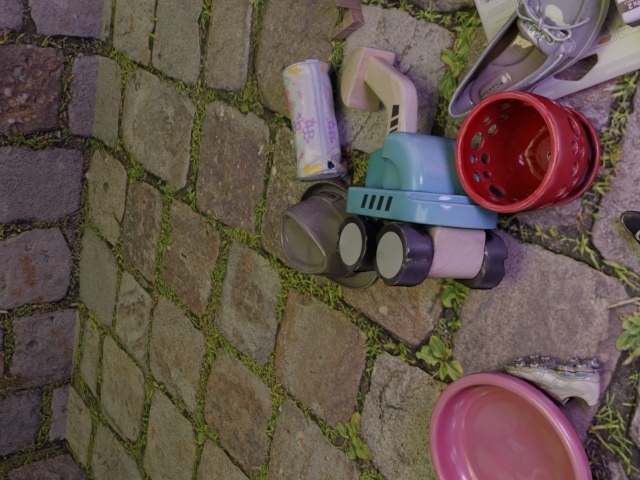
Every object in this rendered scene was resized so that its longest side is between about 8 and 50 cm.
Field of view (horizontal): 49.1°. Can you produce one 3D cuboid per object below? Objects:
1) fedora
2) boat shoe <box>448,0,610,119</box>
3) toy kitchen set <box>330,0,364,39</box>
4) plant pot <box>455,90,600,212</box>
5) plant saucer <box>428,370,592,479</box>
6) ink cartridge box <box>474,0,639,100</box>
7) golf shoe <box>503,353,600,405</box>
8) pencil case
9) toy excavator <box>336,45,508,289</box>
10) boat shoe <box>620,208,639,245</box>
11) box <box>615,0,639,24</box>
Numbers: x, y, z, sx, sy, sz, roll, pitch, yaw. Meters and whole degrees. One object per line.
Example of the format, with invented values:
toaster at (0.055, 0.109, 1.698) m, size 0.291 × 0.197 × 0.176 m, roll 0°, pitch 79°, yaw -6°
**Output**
fedora at (0.000, 0.000, 1.568) m, size 0.275 × 0.124 × 0.244 m, roll 42°, pitch 135°, yaw 36°
boat shoe at (0.322, -0.300, 1.113) m, size 0.118 × 0.103 × 0.320 m, roll 61°, pitch 145°, yaw 12°
toy kitchen set at (0.039, -0.498, 1.533) m, size 0.075 × 0.068 × 0.083 m, roll -25°, pitch 75°, yaw 48°
plant pot at (0.345, -0.143, 1.139) m, size 0.191 × 0.174 × 0.191 m, roll 8°, pitch 101°, yaw 49°
plant saucer at (0.343, 0.393, 1.258) m, size 0.332 × 0.084 × 0.332 m, roll 13°, pitch 108°, yaw 48°
ink cartridge box at (0.402, -0.363, 1.140) m, size 0.275 × 0.060 × 0.239 m, roll -15°, pitch 96°, yaw 48°
golf shoe at (0.396, 0.245, 1.209) m, size 0.176 × 0.069 × 0.086 m, roll -4°, pitch 100°, yaw 52°
pencil case at (-0.015, -0.265, 1.579) m, size 0.124 × 0.113 × 0.273 m, roll 113°, pitch 149°, yaw -82°
toy excavator at (0.165, -0.155, 1.328) m, size 0.433 × 0.222 × 0.445 m, roll 15°, pitch 99°, yaw 63°
boat shoe at (0.506, -0.003, 1.071) m, size 0.125 × 0.038 × 0.046 m, roll 53°, pitch 130°, yaw 31°
box at (0.475, -0.408, 0.942) m, size 0.181 × 0.119 × 0.182 m, roll -19°, pitch 93°, yaw 30°
